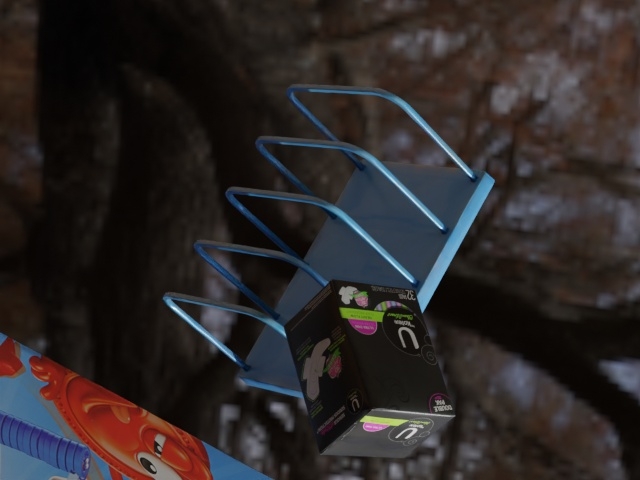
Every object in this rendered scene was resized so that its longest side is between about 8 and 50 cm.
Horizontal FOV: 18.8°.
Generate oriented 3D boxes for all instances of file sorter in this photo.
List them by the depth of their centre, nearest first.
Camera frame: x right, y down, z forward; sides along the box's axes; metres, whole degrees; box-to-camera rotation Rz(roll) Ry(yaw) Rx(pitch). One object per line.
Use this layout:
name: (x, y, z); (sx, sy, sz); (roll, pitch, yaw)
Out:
file sorter: (0.000, 0.000, 1.188); (0.118, 0.170, 0.104); (8, 153, 50)

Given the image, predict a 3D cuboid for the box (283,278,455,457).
box: (0.026, 0.072, 1.066); (0.062, 0.052, 0.083); (8, -127, -36)

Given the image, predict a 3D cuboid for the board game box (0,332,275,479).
board game box: (-0.147, 0.181, 0.827); (0.302, 0.086, 0.308); (30, -146, -21)
